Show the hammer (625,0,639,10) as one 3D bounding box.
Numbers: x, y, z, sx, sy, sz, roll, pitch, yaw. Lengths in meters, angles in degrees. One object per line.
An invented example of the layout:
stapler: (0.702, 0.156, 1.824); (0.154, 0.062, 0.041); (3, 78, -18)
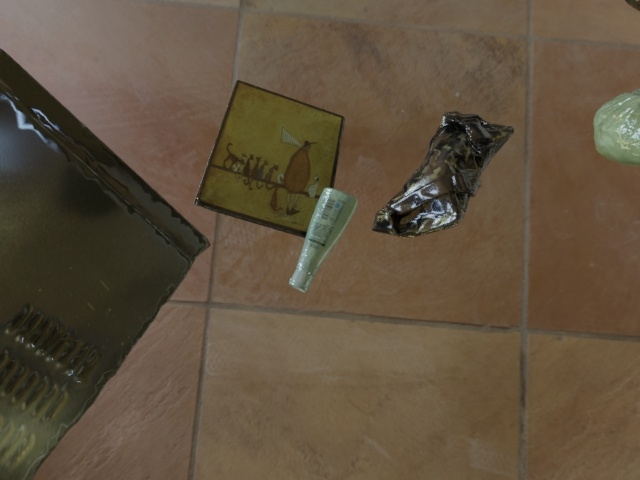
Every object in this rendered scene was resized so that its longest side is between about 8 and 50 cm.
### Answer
hammer: (0.646, -0.352, 0.851); (0.408, 0.095, 0.243); (5, 39, -30)

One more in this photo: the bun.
bun: (0.582, -0.206, 0.904); (0.195, 0.195, 0.118); (-11, 113, -4)

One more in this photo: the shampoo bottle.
shampoo bottle: (0.000, 0.000, 0.932); (0.069, 0.041, 0.191); (23, 78, 8)

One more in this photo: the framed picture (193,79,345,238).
framed picture: (-0.087, -0.170, 1.063); (0.255, 0.014, 0.339); (17, 57, -10)

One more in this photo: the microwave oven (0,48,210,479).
microwave oven: (-0.380, 0.066, 0.529); (0.236, 0.431, 0.375); (47, 58, -25)

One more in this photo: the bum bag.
bum bag: (0.163, -0.088, 0.667); (0.102, 0.069, 0.248); (22, 60, 23)
